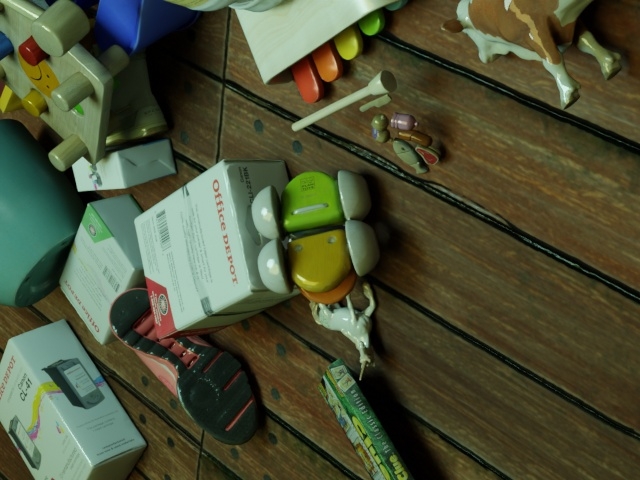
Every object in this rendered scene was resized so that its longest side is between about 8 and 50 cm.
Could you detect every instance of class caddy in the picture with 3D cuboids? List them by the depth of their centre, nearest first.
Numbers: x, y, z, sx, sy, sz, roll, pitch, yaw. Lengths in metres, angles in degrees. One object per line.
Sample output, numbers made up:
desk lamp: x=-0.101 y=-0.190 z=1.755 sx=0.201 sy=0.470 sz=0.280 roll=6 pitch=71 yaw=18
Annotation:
caddy: x=-0.272 y=-0.427 z=1.759 sx=0.241 sy=0.179 sz=0.341 roll=41 pitch=146 yaw=13

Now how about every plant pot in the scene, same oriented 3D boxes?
plant pot: x=-0.544 y=-0.024 z=2.151 sx=0.235 sy=0.293 sz=0.293 roll=43 pitch=134 yaw=10

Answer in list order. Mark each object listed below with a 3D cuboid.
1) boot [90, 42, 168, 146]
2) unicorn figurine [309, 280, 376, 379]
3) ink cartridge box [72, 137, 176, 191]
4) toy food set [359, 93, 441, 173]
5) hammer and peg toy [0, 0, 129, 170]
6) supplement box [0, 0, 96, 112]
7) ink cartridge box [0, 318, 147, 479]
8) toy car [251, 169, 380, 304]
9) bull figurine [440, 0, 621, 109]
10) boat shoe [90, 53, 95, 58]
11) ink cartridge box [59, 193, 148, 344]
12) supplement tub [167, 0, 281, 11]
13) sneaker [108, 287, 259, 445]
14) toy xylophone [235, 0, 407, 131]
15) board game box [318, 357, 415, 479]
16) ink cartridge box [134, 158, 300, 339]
boot: x=-0.339 y=-0.237 z=1.987 sx=0.213 sy=0.077 sz=0.165 roll=-5 pitch=101 yaw=44
unicorn figurine: x=0.039 y=0.110 z=1.721 sx=0.162 sy=0.060 sz=0.111 roll=28 pitch=126 yaw=58
ink cartridge box: x=-0.329 y=-0.121 z=1.999 sx=0.181 sy=0.104 sz=0.062 roll=0 pitch=105 yaw=49
toy food set: x=0.103 y=-0.127 z=1.526 sx=0.122 sy=0.019 sz=0.078 roll=41 pitch=146 yaw=-22
hammer and peg toy: x=-0.399 y=-0.280 z=1.774 sx=0.266 sy=0.127 sz=0.361 roll=42 pitch=154 yaw=8
supplement box: x=-0.500 y=-0.357 z=2.079 sx=0.194 sy=0.129 sz=0.191 roll=55 pitch=137 yaw=17
ink cartridge box: x=-0.485 y=0.342 z=2.332 sx=0.306 sy=0.131 sz=0.226 roll=51 pitch=136 yaw=20
toy car: x=0.000 y=0.000 z=1.659 sx=0.136 sy=0.159 sz=0.182 roll=60 pitch=-161 yaw=-61
bull figurine: x=0.258 y=-0.262 z=1.296 sx=0.188 sy=0.101 sz=0.310 roll=52 pitch=138 yaw=16
boat shoe: x=-0.409 y=-0.240 z=2.076 sx=0.064 sy=0.060 sz=0.178 roll=49 pitch=135 yaw=24
ink cartridge box: x=-0.349 y=0.051 z=2.097 sx=0.154 sy=0.093 sz=0.212 roll=51 pitch=134 yaw=22
supplement tub: x=-0.190 y=-0.414 z=1.480 sx=0.241 sy=0.331 sz=0.241 roll=-19 pitch=66 yaw=52
sneaker: x=-0.209 y=0.203 z=2.012 sx=0.314 sy=0.116 sz=0.136 roll=46 pitch=172 yaw=12
toy xylophone: x=0.007 y=-0.275 z=1.581 sx=0.322 sy=0.081 sz=0.236 roll=-12 pitch=95 yaw=50
board game box: x=0.077 y=0.295 z=1.722 sx=0.260 sy=0.030 sz=0.136 roll=59 pitch=163 yaw=14
ink cartridge box: x=-0.148 y=0.016 z=1.817 sx=0.273 sy=0.114 sz=0.197 roll=-27 pitch=72 yaw=50
